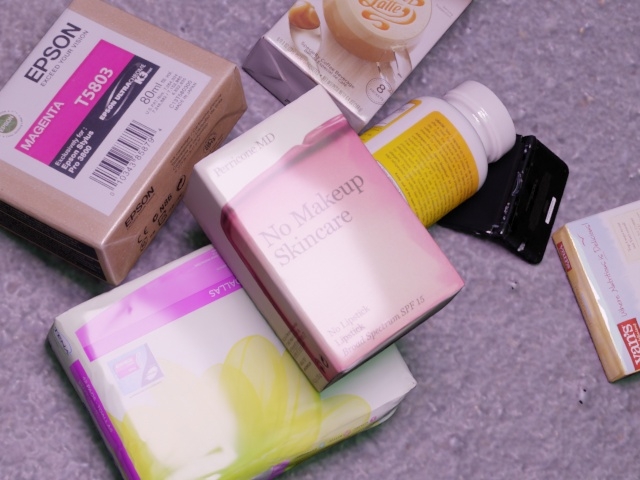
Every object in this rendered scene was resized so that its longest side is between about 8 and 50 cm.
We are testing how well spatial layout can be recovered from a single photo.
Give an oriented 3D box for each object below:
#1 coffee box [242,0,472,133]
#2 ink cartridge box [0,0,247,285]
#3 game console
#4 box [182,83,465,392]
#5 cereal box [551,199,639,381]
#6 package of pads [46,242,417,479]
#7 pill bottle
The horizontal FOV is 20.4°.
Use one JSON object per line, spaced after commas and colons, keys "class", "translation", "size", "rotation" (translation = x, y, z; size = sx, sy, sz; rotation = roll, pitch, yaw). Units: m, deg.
{"class": "coffee box", "translation": [0.054, -0.234, 1.853], "size": [0.141, 0.098, 0.246], "rotation": [40, 68, -2]}
{"class": "ink cartridge box", "translation": [-0.214, -0.102, 1.711], "size": [0.193, 0.088, 0.235], "rotation": [26, 67, 18]}
{"class": "game console", "translation": [0.195, -0.049, 1.886], "size": [0.107, 0.071, 0.122], "rotation": [35, 65, -36]}
{"class": "box", "translation": [0.000, 0.000, 1.641], "size": [0.148, 0.127, 0.232], "rotation": [-34, 84, -15]}
{"class": "cereal box", "translation": [0.384, 0.034, 1.896], "size": [0.240, 0.047, 0.173], "rotation": [-16, 79, -19]}
{"class": "package of pads", "translation": [-0.080, 0.120, 1.711], "size": [0.296, 0.101, 0.229], "rotation": [-26, 82, -20]}
{"class": "pill bottle", "translation": [0.095, -0.074, 1.809], "size": [0.208, 0.117, 0.117], "rotation": [-36, 86, -22]}
